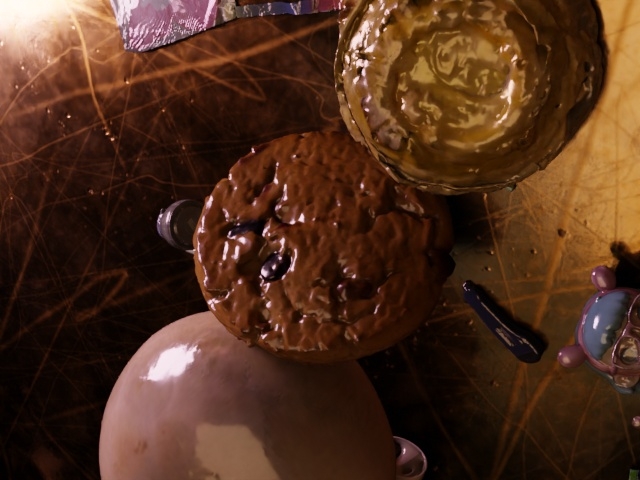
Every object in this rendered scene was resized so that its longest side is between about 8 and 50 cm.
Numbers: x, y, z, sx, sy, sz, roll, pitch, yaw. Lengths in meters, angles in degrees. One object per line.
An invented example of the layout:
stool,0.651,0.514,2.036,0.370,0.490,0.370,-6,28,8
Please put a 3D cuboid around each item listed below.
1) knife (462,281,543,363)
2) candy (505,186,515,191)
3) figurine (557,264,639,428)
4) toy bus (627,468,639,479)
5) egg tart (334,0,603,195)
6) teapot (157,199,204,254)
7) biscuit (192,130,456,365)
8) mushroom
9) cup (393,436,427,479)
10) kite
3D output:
knife,0.205,0.093,1.074,0.121,0.018,0.031,46,131,7
candy,0.125,-0.107,1.030,0.201,0.060,0.060,31,122,6
figurine,0.371,0.142,0.938,0.260,0.103,0.205,21,93,17
toy bus,0.364,0.300,1.058,0.037,0.031,0.083,-3,108,23
egg tart,0.140,-0.173,0.934,0.278,0.095,0.279,4,103,15
teapot,-0.177,-0.013,1.233,0.057,0.066,0.088,5,136,49
biscuit,-0.001,-0.001,1.025,0.295,0.296,0.075,22,160,21
mushroom,-0.080,0.248,1.142,0.362,0.294,0.363,3,102,16
cup,0.093,0.318,1.187,0.102,0.074,0.099,48,132,40
kite,-0.122,-0.320,1.098,0.360,0.022,0.204,8,113,31
